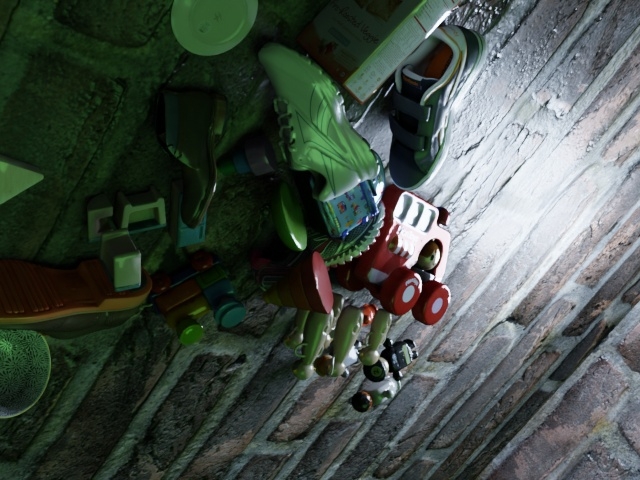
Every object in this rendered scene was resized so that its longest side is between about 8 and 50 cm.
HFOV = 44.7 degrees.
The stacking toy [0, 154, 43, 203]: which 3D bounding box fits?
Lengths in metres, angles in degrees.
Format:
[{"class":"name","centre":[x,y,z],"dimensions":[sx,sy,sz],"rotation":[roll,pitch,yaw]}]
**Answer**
[{"class":"stacking toy","centre":[-0.530,-0.055,1.033],"dimensions":[0.309,0.130,0.279],"rotation":[-39,142,0]}]

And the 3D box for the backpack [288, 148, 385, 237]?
[{"class":"backpack","centre":[0.052,-0.105,1.452],"dimensions":[0.173,0.117,0.158],"rotation":[-30,118,-22]}]

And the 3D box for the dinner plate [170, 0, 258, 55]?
[{"class":"dinner plate","centre":[-0.153,-0.336,1.154],"dimensions":[0.141,0.017,0.141],"rotation":[-21,139,-20]}]

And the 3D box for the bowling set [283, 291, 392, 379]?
[{"class":"bowling set","centre":[-0.002,0.186,1.632],"dimensions":[0.287,0.200,0.154],"rotation":[12,99,-49]}]

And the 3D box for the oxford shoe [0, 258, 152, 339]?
[{"class":"oxford shoe","centre":[-0.457,0.116,1.272],"dimensions":[0.363,0.130,0.133],"rotation":[0,134,-39]}]

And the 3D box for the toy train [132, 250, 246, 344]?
[{"class":"toy train","centre":[-0.267,0.137,1.429],"dimensions":[0.248,0.143,0.105],"rotation":[-28,141,-14]}]

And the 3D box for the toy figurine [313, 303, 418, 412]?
[{"class":"toy figurine","centre":[0.097,0.278,1.815],"dimensions":[0.148,0.213,0.210],"rotation":[-23,146,-39]}]

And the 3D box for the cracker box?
[{"class":"cracker box","centre":[0.090,-0.350,1.225],"dimensions":[0.232,0.156,0.067],"rotation":[-45,141,7]}]

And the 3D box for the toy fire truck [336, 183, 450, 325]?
[{"class":"toy fire truck","centre":[0.195,0.030,1.707],"dimensions":[0.302,0.169,0.254],"rotation":[21,94,-49]}]

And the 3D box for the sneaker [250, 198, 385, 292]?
[{"class":"sneaker","centre":[0.000,0.000,1.539],"dimensions":[0.299,0.121,0.112],"rotation":[-38,122,-9]}]

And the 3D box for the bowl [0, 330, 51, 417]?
[{"class":"bowl","centre":[-0.547,0.210,1.302],"dimensions":[0.080,0.170,0.170],"rotation":[-7,157,33]}]

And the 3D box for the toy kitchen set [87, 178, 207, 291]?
[{"class":"toy kitchen set","centre":[-0.265,0.005,1.280],"dimensions":[0.207,0.166,0.122],"rotation":[-14,136,-28]}]

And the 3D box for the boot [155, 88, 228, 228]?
[{"class":"boot","centre":[-0.219,-0.132,1.223],"dimensions":[0.106,0.082,0.219],"rotation":[9,92,-32]}]

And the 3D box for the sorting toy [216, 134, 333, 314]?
[{"class":"sorting toy","centre":[-0.092,-0.009,1.404],"dimensions":[0.126,0.127,0.366],"rotation":[-16,117,14]}]

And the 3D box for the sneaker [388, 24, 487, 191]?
[{"class":"sneaker","centre":[0.183,-0.245,1.436],"dimensions":[0.127,0.126,0.321],"rotation":[1,117,-45]}]

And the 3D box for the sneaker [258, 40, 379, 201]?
[{"class":"sneaker","centre":[-0.018,-0.187,1.273],"dimensions":[0.129,0.111,0.297],"rotation":[-39,116,-9]}]
